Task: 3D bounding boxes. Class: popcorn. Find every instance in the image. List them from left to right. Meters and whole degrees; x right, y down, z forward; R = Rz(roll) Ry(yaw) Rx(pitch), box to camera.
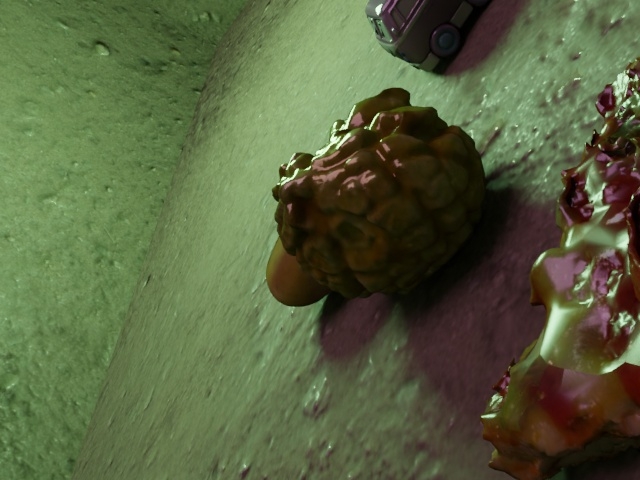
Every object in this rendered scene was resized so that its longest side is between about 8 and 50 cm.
[{"bbox_3d":[0.072,-0.052,1.040,0.258,0.224,0.270,-45,11,-3],"label":"popcorn"}]

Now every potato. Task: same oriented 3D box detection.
[{"bbox_3d":[0.000,0.000,1.256,0.150,0.146,0.234,-12,-48,-54],"label":"potato"}]

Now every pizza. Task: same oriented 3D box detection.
[{"bbox_3d":[0.248,0.033,0.633,0.406,0.130,0.440,-54,21,12],"label":"pizza"}]

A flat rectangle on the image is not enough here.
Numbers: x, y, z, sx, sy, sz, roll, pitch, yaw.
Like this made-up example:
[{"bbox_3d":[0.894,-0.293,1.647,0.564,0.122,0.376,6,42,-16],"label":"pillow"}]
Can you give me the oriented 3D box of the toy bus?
[{"bbox_3d":[0.168,-0.384,1.354,0.202,0.142,0.142,-57,20,10],"label":"toy bus"}]
